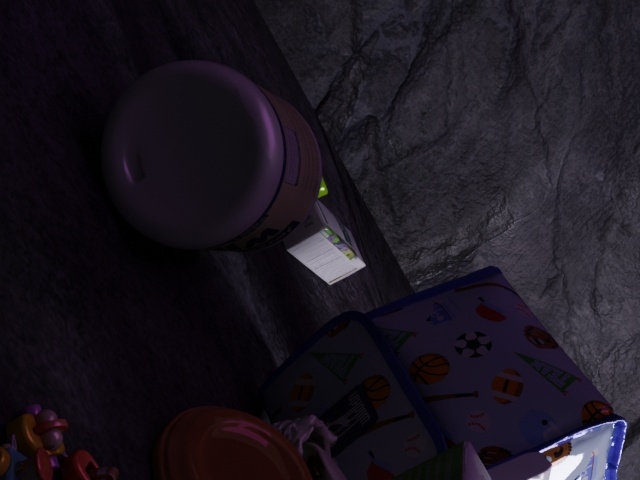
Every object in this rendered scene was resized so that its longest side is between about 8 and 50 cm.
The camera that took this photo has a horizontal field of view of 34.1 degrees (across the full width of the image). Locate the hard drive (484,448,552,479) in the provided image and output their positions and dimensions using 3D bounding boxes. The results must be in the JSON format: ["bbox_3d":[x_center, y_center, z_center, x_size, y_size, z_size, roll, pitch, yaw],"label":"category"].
[{"bbox_3d":[0.159,0.403,1.226,0.040,0.210,0.318,45,-37,46],"label":"hard drive"}]

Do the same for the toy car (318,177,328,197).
[{"bbox_3d":[-0.069,-0.083,1.916,0.188,0.155,0.148,68,-1,-66],"label":"toy car"}]

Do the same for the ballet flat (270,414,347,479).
[{"bbox_3d":[-0.002,0.361,1.137,0.147,0.147,0.408,50,17,-48],"label":"ballet flat"}]

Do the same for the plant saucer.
[{"bbox_3d":[-0.079,0.249,1.080,0.200,0.037,0.200,29,31,-20],"label":"plant saucer"}]

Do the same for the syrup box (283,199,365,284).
[{"bbox_3d":[0.000,0.000,2.128,0.237,0.096,0.093,40,24,-60],"label":"syrup box"}]

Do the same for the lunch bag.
[{"bbox_3d":[0.143,0.242,1.361,0.327,0.386,0.238,-122,-163,-48],"label":"lunch bag"}]

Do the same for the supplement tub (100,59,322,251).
[{"bbox_3d":[-0.130,-0.102,1.410,0.235,0.235,0.325,63,11,7],"label":"supplement tub"}]

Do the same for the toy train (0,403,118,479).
[{"bbox_3d":[-0.207,0.192,0.830,0.125,0.046,0.166,60,11,-6],"label":"toy train"}]

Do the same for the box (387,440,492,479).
[{"bbox_3d":[-0.020,0.273,0.761,0.058,0.322,0.232,58,11,-1],"label":"box"}]
